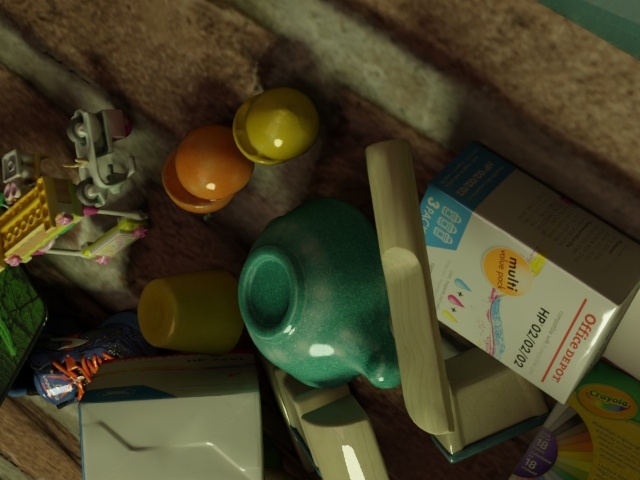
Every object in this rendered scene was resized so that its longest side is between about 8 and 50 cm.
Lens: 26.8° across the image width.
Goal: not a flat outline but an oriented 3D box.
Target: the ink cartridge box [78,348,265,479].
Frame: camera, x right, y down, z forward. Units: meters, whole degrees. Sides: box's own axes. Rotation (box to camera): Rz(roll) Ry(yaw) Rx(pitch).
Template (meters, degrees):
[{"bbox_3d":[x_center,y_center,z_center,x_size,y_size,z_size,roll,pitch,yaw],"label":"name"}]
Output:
[{"bbox_3d":[-0.115,0.139,1.076,0.134,0.231,0.078,-3,95,-4],"label":"ink cartridge box"}]

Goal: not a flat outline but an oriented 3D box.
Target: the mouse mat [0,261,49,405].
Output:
[{"bbox_3d":[-0.323,0.047,1.261,0.190,0.007,0.152,53,128,27],"label":"mouse mat"}]

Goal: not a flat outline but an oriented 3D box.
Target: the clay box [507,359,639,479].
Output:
[{"bbox_3d":[0.176,0.199,0.883,0.127,0.222,0.053,30,159,21],"label":"clay box"}]

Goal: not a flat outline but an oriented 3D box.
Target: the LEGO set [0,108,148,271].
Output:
[{"bbox_3d":[-0.244,-0.034,1.163,0.287,0.107,0.132,-3,84,47],"label":"LEGO set"}]

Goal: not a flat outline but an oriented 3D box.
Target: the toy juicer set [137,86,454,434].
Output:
[{"bbox_3d":[0.000,0.000,0.936,0.329,0.089,0.209,9,95,49],"label":"toy juicer set"}]

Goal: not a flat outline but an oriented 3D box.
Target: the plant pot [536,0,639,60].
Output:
[{"bbox_3d":[0.187,-0.216,0.583,0.165,0.166,0.234,34,130,16],"label":"plant pot"}]

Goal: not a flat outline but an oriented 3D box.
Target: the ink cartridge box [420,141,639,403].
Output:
[{"bbox_3d":[0.145,0.031,0.876,0.181,0.061,0.104,34,138,17],"label":"ink cartridge box"}]

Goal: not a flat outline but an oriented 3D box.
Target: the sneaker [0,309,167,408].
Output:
[{"bbox_3d":[-0.217,0.120,1.236,0.221,0.087,0.083,-7,116,44],"label":"sneaker"}]

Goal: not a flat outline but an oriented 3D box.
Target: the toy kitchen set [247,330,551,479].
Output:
[{"bbox_3d":[0.060,0.123,1.021,0.207,0.166,0.122,-131,21,-65],"label":"toy kitchen set"}]

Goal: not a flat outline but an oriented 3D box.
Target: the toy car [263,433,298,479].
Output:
[{"bbox_3d":[-0.046,0.240,1.079,0.188,0.155,0.149,-11,102,51],"label":"toy car"}]
